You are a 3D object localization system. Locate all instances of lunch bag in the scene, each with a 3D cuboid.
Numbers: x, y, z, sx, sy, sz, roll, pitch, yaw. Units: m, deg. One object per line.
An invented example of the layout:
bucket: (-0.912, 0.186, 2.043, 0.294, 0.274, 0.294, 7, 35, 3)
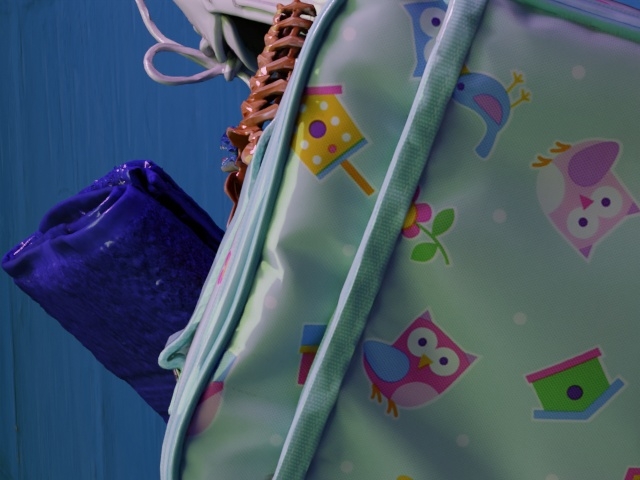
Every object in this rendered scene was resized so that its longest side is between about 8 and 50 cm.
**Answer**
lunch bag: (0.058, 0.029, 0.650, 0.108, 0.224, 0.279, -102, 31, -77)

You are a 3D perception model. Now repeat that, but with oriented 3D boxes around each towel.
towel: (-0.044, 0.082, 0.955, 0.308, 0.076, 0.227, 46, 159, -13)

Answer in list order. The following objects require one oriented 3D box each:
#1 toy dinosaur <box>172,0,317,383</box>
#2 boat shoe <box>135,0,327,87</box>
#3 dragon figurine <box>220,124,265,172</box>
toy dinosaur: (0.026, 0.025, 0.802, 0.164, 0.218, 0.322, 174, 92, -68)
boat shoe: (-0.049, -0.163, 1.087, 0.367, 0.135, 0.157, 12, 108, 56)
dragon figurine: (0.000, 0.000, 1.024, 0.289, 0.085, 0.144, -147, 53, -66)
